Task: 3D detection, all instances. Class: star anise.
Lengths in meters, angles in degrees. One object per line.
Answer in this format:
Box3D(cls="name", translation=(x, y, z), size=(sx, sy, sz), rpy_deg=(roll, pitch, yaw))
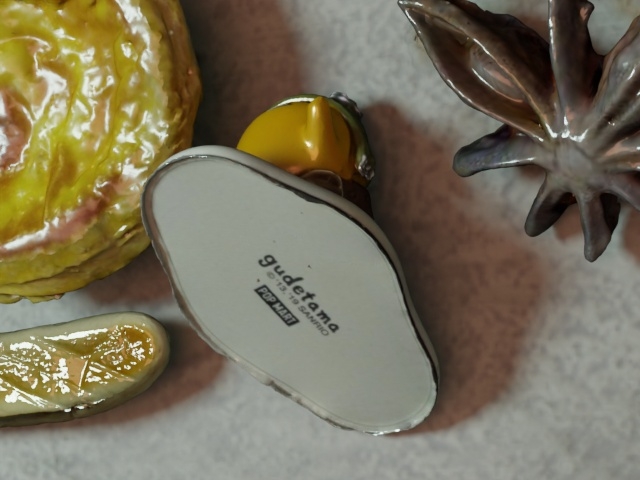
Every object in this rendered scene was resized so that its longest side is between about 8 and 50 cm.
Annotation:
Box3D(cls="star anise", translation=(0.190, -0.087, 1.126), size=(0.257, 0.110, 0.198), rpy_deg=(-8, 112, 33))

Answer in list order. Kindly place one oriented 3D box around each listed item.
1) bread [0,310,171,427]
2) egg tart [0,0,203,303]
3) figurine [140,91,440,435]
Box3D(cls="bread", translation=(-0.198, 0.097, 1.279), size=(0.214, 0.053, 0.073), rpy_deg=(-12, 81, 20))
Box3D(cls="egg tart", translation=(-0.208, -0.101, 1.253), size=(0.294, 0.116, 0.295), rpy_deg=(0, 89, 16))
Box3D(cls="figurine", translation=(0.000, 0.000, 1.208), size=(0.166, 0.141, 0.250), rpy_deg=(-17, 119, 31))
